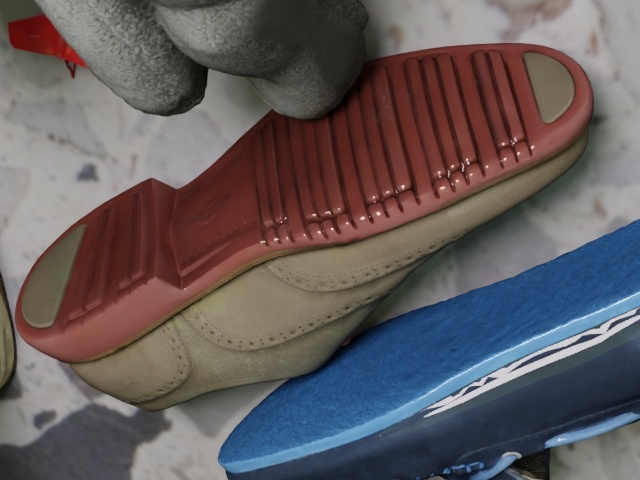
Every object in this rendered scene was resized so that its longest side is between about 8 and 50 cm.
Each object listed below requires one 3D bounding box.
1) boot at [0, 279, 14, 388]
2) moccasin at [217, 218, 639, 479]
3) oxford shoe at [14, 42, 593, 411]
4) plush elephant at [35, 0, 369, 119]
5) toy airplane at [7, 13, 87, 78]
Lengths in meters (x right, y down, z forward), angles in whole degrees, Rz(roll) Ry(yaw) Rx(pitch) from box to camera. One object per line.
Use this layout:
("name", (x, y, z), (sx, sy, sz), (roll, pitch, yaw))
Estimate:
("boot", (-0.277, 0.025, 0.671), (0.095, 0.203, 0.261), (0, 114, 14))
("moccasin", (0.103, 0.098, 0.642), (0.342, 0.137, 0.116), (-23, 109, 23))
("oxford shoe", (0.000, 0.000, 0.658), (0.348, 0.123, 0.130), (-22, 132, 21))
("plush elephant", (-0.115, -0.201, 0.500), (0.255, 0.330, 0.271), (31, 118, 21))
("toy airplane", (-0.139, -0.160, 0.654), (0.151, 0.028, 0.151), (5, 114, 12))
